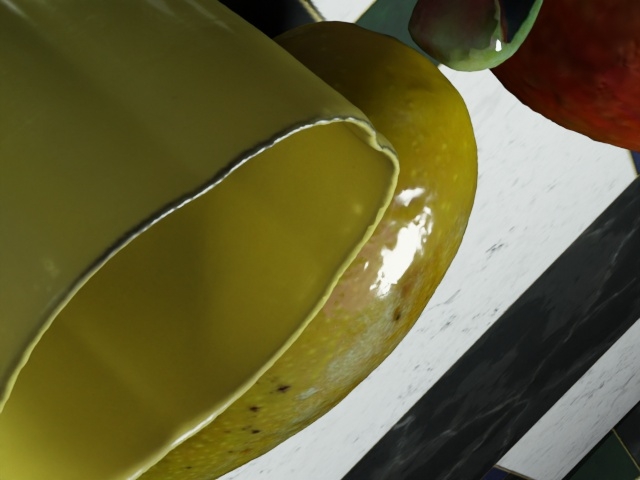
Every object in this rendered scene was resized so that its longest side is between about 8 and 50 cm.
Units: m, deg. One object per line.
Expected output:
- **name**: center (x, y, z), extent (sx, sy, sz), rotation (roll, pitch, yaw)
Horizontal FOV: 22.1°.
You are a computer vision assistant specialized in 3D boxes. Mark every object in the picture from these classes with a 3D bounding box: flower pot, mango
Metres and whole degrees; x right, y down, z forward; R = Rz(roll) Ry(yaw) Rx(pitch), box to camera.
- **flower pot**: center (-0.100, -0.027, 0.569), extent (0.195, 0.179, 0.195), rotation (-40, 162, -15)
- **mango**: center (-0.049, 0.036, 0.837), extent (0.176, 0.176, 0.329), rotation (19, 118, -26)

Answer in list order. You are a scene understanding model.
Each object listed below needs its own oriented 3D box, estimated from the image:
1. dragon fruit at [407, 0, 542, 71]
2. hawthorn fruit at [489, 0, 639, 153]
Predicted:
- **dragon fruit**: center (0.056, -0.207, 0.488), extent (0.273, 0.218, 0.198), rotation (115, -18, -56)
- **hawthorn fruit**: center (0.160, -0.176, 0.716), extent (0.277, 0.277, 0.298), rotation (-45, 179, 0)
